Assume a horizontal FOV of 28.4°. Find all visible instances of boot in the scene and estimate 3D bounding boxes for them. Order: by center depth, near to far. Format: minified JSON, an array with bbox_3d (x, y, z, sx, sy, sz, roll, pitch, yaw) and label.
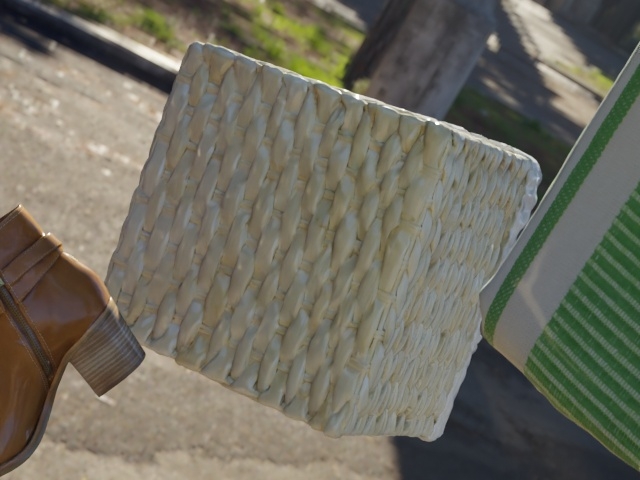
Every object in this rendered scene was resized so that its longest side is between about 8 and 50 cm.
[{"bbox_3d":[-0.246,0.082,0.929,0.152,0.197,0.073,54,-11,-17],"label":"boot"}]

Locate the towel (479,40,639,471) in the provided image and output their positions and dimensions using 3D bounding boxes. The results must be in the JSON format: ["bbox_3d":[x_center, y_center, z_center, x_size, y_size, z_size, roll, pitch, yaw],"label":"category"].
[{"bbox_3d":[0.242,0.025,0.562,0.325,0.248,0.038,36,6,36],"label":"towel"}]

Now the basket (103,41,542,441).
[{"bbox_3d":[0.000,0.000,1.294,0.328,0.331,0.266,22,2,24],"label":"basket"}]
